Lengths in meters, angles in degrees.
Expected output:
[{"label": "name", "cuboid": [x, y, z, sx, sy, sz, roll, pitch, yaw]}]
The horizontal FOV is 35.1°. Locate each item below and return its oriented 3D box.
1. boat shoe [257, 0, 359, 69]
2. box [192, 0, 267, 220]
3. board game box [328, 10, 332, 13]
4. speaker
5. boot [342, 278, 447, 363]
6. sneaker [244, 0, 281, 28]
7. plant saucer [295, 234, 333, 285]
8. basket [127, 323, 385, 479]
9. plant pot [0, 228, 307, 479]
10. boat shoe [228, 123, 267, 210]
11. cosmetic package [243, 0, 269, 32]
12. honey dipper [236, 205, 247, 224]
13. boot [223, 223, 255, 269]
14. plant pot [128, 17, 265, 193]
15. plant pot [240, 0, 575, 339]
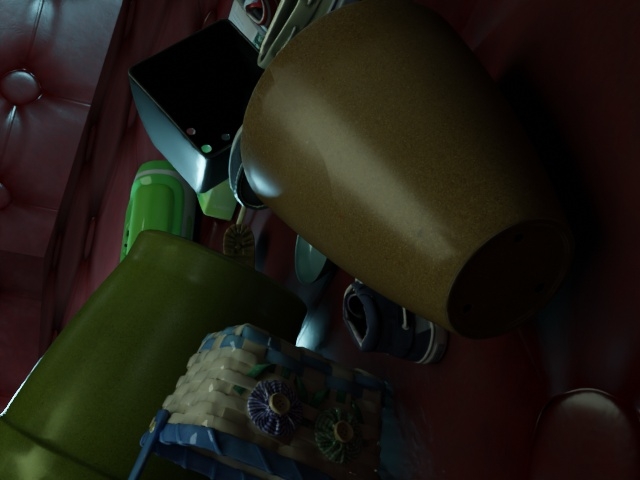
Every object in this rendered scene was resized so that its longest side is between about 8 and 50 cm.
[{"label": "boat shoe", "cuboid": [0.001, -0.348, 1.361, 0.109, 0.094, 0.302, -116, 43, -58]}, {"label": "box", "cuboid": [-0.149, -0.227, 1.726, 0.232, 0.058, 0.322, -119, 44, -58]}, {"label": "board game box", "cuboid": [0.043, -0.119, 1.050, 0.047, 0.160, 0.210, -102, 32, -46]}, {"label": "speaker", "cuboid": [-0.303, 0.005, 1.899, 0.131, 0.131, 0.297, 142, 135, -59]}, {"label": "boot", "cuboid": [0.061, 0.045, 1.018, 0.190, 0.086, 0.069, -110, 38, -53]}, {"label": "sneaker", "cuboid": [-0.077, -0.355, 1.440, 0.042, 0.067, 0.118, -26, 69, 46]}, {"label": "plant saucer", "cuboid": [0.000, 0.000, 1.284, 0.119, 0.021, 0.119, -168, 90, -68]}, {"label": "basket", "cuboid": [-0.071, 0.243, 1.022, 0.201, 0.254, 0.289, -17, 52, 63]}, {"label": "plant pot", "cuboid": [-0.190, 0.190, 1.261, 0.353, 0.366, 0.366, -65, 19, -12]}, {"label": "boat shoe", "cuboid": [-0.043, -0.130, 1.336, 0.302, 0.114, 0.091, 122, 157, -43]}, {"label": "cosmetic package", "cuboid": [-0.059, -0.377, 1.575, 0.239, 0.060, 0.099, -123, 50, -60]}, {"label": "honey dipper", "cuboid": [-0.127, -0.038, 1.614, 0.030, 0.030, 0.161, -109, 34, -53]}, {"label": "boot", "cuboid": [-0.122, 0.055, 1.533, 0.084, 0.059, 0.158, 160, 115, -88]}, {"label": "plant pot", "cuboid": [-0.164, -0.182, 1.516, 0.187, 0.188, 0.167, 47, 150, 15]}, {"label": "plant pot", "cuboid": [0.090, -0.040, 0.852, 0.254, 0.237, 0.237, 53, 130, 43]}]
